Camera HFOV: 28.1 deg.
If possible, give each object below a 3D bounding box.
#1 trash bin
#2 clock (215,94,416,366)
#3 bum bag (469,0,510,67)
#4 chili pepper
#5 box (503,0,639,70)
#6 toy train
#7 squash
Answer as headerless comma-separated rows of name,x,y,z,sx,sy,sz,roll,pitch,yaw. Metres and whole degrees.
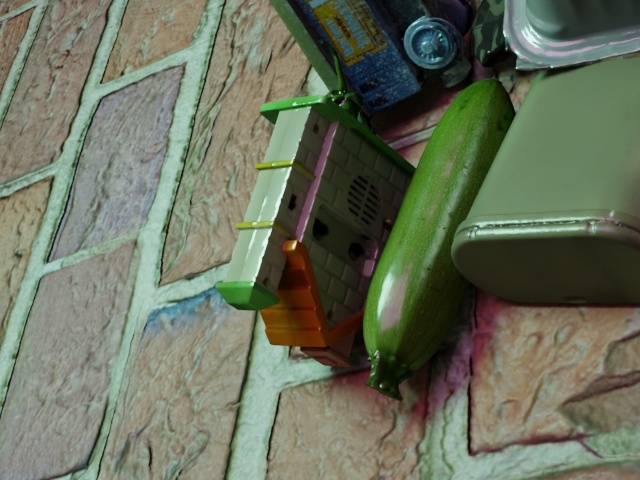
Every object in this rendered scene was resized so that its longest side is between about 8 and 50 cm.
trash bin,0.281,-0.066,1.324,0.243,0.121,0.247,-1,52,43
clock,0.000,0.000,1.455,0.106,0.220,0.255,-3,62,44
bum bag,0.270,-0.366,1.539,0.340,0.095,0.144,-63,10,3
chili pepper,0.011,-0.103,1.613,0.065,0.122,0.279,-150,76,-75
box,0.343,-0.336,1.349,0.337,0.106,0.264,-8,62,23
toy train,0.057,-0.303,1.620,0.202,0.299,0.131,-25,21,29
squash,0.131,-0.006,1.416,0.107,0.107,0.395,-1,58,43
